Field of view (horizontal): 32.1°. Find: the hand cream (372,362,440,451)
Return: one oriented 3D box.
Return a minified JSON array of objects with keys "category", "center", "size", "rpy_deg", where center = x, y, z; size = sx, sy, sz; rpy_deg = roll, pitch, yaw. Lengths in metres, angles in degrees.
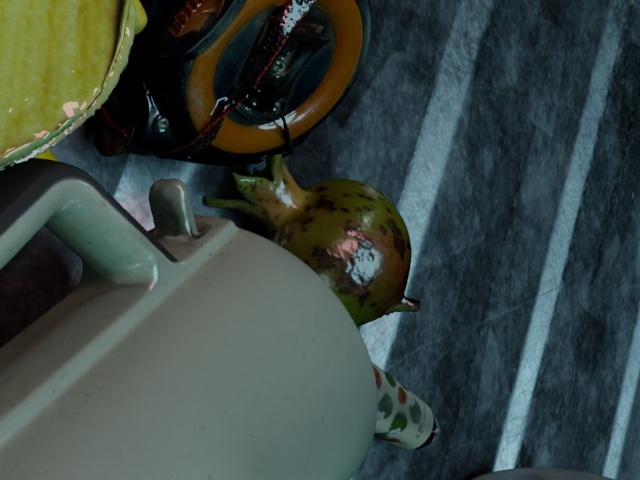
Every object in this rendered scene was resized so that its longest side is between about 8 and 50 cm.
[{"category":"hand cream","center":[0.043,0.164,1.197],"size":[0.276,0.059,0.095],"rpy_deg":[37,62,-44]}]

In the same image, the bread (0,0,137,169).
[{"category":"bread","center":[-0.247,-0.156,0.608],"size":[0.302,0.045,0.301],"rpy_deg":[10,64,-21]}]

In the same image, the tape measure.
[{"category":"tape measure","center":[-0.063,-0.155,0.886],"size":[0.202,0.135,0.222],"rpy_deg":[0,131,-44]}]

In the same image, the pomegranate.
[{"category":"pomegranate","center":[0.002,-0.009,1.043],"size":[0.156,0.156,0.220],"rpy_deg":[-54,129,-36]}]

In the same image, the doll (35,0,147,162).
[{"category":"doll","center":[-0.248,-0.087,0.685],"size":[0.199,0.145,0.363],"rpy_deg":[51,52,-11]}]

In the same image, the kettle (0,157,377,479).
[{"category":"kettle","center":[-0.151,0.123,0.691],"size":[0.377,0.250,0.361],"rpy_deg":[-43,135,-55]}]

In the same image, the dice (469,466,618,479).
[{"category":"dice","center":[0.277,0.446,1.369],"size":[0.268,0.263,0.264],"rpy_deg":[-17,107,-51]}]
